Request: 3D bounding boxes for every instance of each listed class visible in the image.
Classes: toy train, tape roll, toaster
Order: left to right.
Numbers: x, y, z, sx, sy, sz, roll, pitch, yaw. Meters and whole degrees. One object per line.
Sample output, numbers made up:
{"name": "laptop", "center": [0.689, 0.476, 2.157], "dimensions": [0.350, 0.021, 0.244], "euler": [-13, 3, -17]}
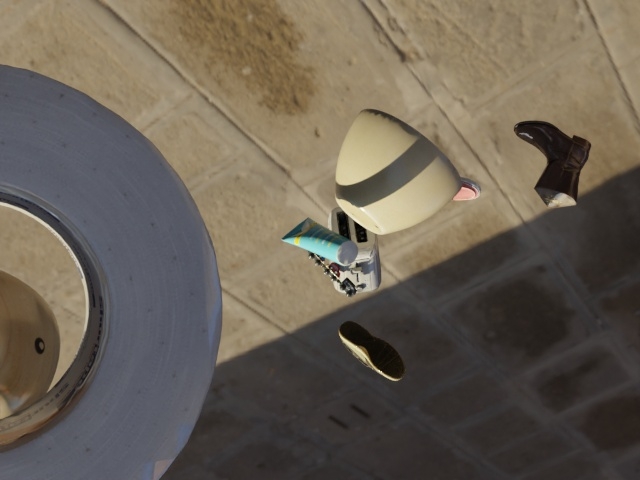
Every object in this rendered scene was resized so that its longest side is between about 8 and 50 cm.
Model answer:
{"name": "tape roll", "center": [-0.158, 0.034, 0.384], "dimensions": [0.219, 0.219, 0.072], "euler": [1, 177, -22]}
{"name": "toy train", "center": [0.028, 0.071, 2.020], "dimensions": [0.036, 0.027, 0.158], "euler": [-44, 91, 6]}
{"name": "toaster", "center": [0.083, 0.013, 2.109], "dimensions": [0.129, 0.227, 0.146], "euler": [-5, 139, 1]}

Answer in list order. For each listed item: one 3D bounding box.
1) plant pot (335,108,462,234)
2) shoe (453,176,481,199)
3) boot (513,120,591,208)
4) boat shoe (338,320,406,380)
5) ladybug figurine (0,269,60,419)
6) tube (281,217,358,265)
{"name": "plant pot", "center": [0.141, -0.127, 1.874], "dimensions": [0.191, 0.284, 0.284], "euler": [-51, 139, -9]}
{"name": "shoe", "center": [0.298, -0.111, 2.075], "dimensions": [0.178, 0.081, 0.063], "euler": [8, 134, 21]}
{"name": "boot", "center": [0.285, -0.096, 1.084], "dimensions": [0.106, 0.114, 0.037], "euler": [18, 148, 15]}
{"name": "boat shoe", "center": [0.098, 0.210, 1.591], "dimensions": [0.056, 0.152, 0.049], "euler": [-41, 157, -19]}
{"name": "ladybug figurine", "center": [-0.533, 0.171, 1.009], "dimensions": [0.449, 0.162, 0.305], "euler": [-7, 122, -26]}
{"name": "tube", "center": [0.000, 0.000, 1.771], "dimensions": [0.080, 0.207, 0.052], "euler": [-35, 121, -21]}
